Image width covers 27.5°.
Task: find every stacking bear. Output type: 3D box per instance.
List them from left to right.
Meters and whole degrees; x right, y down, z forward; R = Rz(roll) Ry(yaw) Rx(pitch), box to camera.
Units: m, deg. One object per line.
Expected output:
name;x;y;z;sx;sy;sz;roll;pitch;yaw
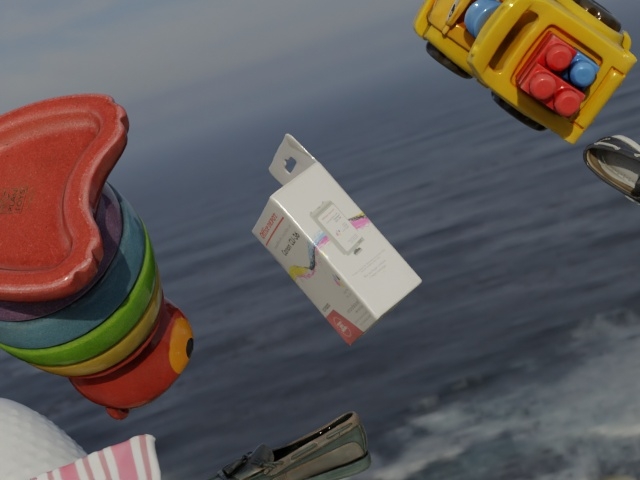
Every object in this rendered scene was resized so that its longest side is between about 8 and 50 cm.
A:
stacking bear;-0.192;0.042;1.059;0.164;0.289;0.175;-4;56;15

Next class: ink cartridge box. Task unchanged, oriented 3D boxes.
ink cartridge box;0.000;0.000;1.305;0.067;0.198;0.115;-38;-6;-21

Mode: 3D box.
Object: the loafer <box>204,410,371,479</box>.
loafer;-0.059;0.306;1.824;0.268;0.084;0.096;-13;13;-22

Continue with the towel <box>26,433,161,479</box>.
towel;-0.214;0.249;1.053;0.197;0.144;0.029;-22;-37;14

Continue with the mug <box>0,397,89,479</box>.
mug;-0.418;0.383;1.596;0.374;0.328;0.276;-19;-32;-33

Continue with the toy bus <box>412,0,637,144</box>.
toy bus;0.212;-0.199;1.354;0.149;0.220;0.211;-55;6;18

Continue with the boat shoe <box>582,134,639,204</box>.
boat shoe;0.272;-0.050;1.086;0.038;0.046;0.125;-14;42;-37
